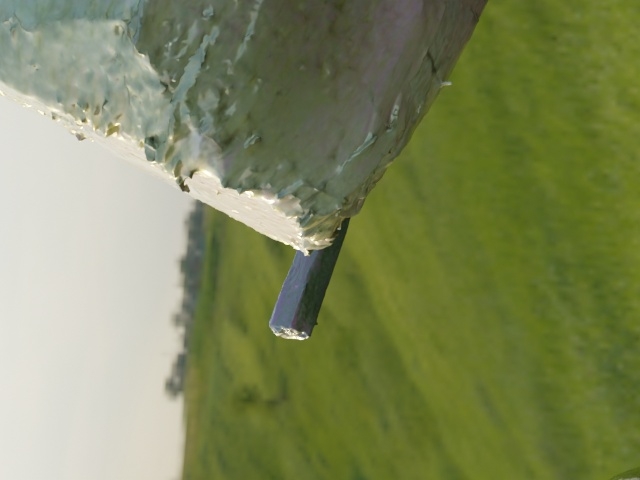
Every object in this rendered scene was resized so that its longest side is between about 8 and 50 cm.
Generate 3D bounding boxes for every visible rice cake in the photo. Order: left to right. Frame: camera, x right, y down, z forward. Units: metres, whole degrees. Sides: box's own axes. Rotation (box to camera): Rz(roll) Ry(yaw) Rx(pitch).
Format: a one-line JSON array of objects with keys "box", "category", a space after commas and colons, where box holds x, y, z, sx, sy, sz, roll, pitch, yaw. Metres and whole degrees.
[{"box": [0.000, 0.000, 1.562, 0.036, 0.047, 0.207, 36, -113, -42], "category": "rice cake"}]

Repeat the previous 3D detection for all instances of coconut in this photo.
[{"box": [-0.065, -0.215, 1.172, 0.404, 0.404, 0.405, -175, 90, -86], "category": "coconut"}]

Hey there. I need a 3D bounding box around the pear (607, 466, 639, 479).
[{"box": [0.389, 0.401, 1.621, 0.413, 0.351, 0.352, 56, -147, -58], "category": "pear"}]
